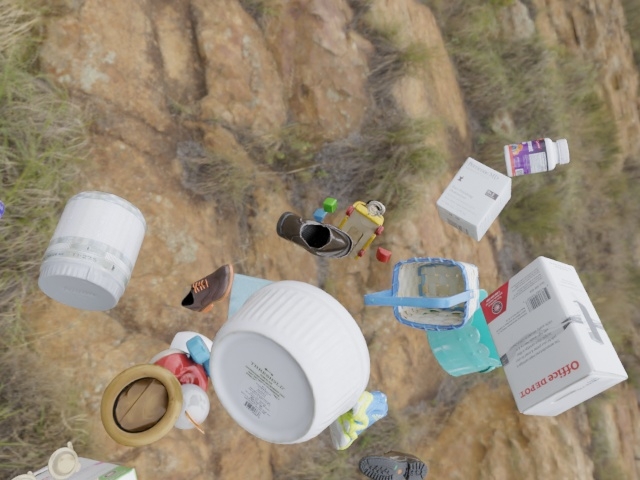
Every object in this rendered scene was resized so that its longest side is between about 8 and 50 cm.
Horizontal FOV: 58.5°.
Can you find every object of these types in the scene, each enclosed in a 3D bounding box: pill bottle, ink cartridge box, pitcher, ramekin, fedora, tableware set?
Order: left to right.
[{"bbox_3d":[-0.473,0.455,1.013,0.169,0.020,0.141,-25,97,-51],"label":"tableware set"},{"bbox_3d":[-0.656,0.680,1.497,0.207,0.353,0.119,-19,98,-50],"label":"ink cartridge box"},{"bbox_3d":[-0.421,0.391,1.362,0.079,0.194,0.194,114,-24,-73],"label":"fedora"},{"bbox_3d":[-0.393,0.387,1.901,0.178,0.207,0.125,120,-8,-69],"label":"pitcher"},{"bbox_3d":[-0.049,0.167,0.756,0.109,0.207,0.207,-35,111,-55],"label":"ramekin"},{"bbox_3d":[0.713,-0.279,1.893,0.108,0.193,0.108,-8,90,-71],"label":"pill bottle"},{"bbox_3d":[0.478,0.205,1.205,0.114,0.197,0.273,15,46,-27],"label":"ink cartridge box"}]

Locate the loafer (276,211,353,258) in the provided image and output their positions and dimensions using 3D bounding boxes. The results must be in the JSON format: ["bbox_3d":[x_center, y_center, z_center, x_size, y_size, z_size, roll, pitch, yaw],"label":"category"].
[{"bbox_3d":[0.000,0.000,1.274,0.220,0.078,0.080,16,95,-43],"label":"loafer"}]

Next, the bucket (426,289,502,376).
[{"bbox_3d":[0.493,0.311,1.905,0.281,0.183,0.281,34,41,-36],"label":"bucket"}]

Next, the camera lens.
[{"bbox_3d":[-0.603,0.023,1.528,0.219,0.219,0.274,47,41,-44],"label":"camera lens"}]

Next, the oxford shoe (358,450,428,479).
[{"bbox_3d":[0.217,0.711,1.811,0.227,0.096,0.083,13,96,-18],"label":"oxford shoe"}]

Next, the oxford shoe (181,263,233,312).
[{"bbox_3d":[-0.393,0.170,1.990,0.098,0.271,0.097,11,45,-38],"label":"oxford shoe"}]

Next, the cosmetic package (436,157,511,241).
[{"bbox_3d":[0.479,-0.126,1.782,0.183,0.151,0.151,-55,156,-5],"label":"cosmetic package"}]

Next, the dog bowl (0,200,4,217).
[{"bbox_3d":[-0.915,-0.030,1.400,0.104,0.265,0.265,50,40,-35],"label":"dog bowl"}]

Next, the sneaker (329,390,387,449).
[{"bbox_3d":[0.106,0.463,1.472,0.126,0.240,0.091,-2,50,-20],"label":"sneaker"}]

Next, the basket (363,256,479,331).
[{"bbox_3d":[0.293,0.145,1.540,0.289,0.255,0.201,0,90,-48],"label":"basket"}]

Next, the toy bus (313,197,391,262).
[{"bbox_3d":[0.105,-0.047,1.447,0.104,0.202,0.191,-57,136,-42],"label":"toy bus"}]

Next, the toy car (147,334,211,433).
[{"bbox_3d":[-0.349,0.418,1.492,0.238,0.219,0.210,53,-11,39],"label":"toy car"}]

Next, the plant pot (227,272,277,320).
[{"bbox_3d":[-0.078,0.238,1.279,0.247,0.252,0.248,101,-6,-67],"label":"plant pot"}]
